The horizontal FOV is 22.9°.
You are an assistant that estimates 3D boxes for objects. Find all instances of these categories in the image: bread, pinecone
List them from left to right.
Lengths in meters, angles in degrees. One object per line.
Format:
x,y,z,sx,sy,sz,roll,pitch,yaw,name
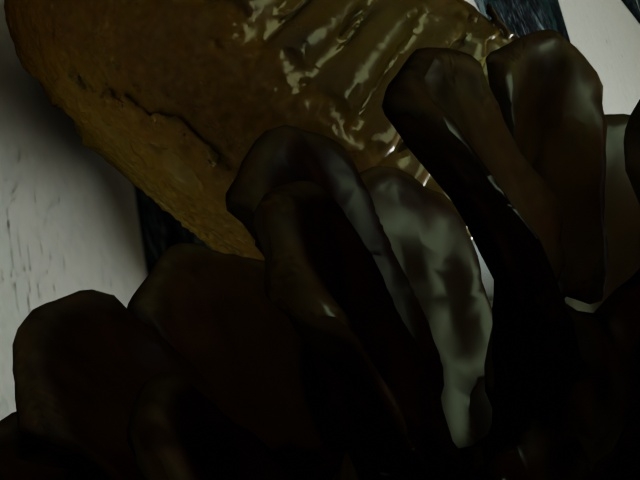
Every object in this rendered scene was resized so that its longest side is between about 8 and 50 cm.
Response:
-0.025,-0.068,0.689,0.240,0.139,0.240,35,-8,6,bread
0.062,0.101,0.466,0.384,0.384,0.384,49,29,-39,pinecone

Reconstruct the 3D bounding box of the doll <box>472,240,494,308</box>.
0.110,-0.008,1.018,0.269,0.166,0.162,52,29,-41,doll
